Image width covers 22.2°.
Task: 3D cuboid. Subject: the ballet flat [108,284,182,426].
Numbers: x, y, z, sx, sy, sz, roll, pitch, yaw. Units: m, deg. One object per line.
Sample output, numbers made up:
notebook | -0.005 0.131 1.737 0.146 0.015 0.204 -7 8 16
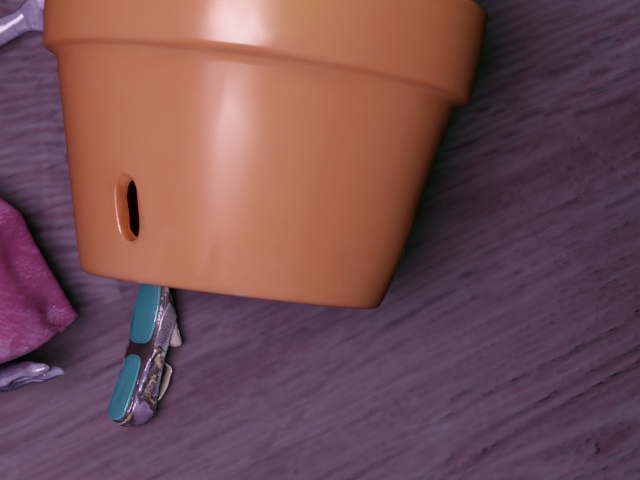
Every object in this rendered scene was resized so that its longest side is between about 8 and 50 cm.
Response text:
ballet flat | -0.122 0.080 1.180 0.041 0.041 0.114 16 86 -11

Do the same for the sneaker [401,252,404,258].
sneaker | 0.000 0.000 1.207 0.119 0.047 0.057 -7 68 -13

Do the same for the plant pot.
plant pot | -0.046 -0.067 1.071 0.291 0.291 0.203 7 90 -12

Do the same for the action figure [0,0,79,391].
action figure | -0.304 -0.064 1.096 0.276 0.248 0.370 -18 86 23
